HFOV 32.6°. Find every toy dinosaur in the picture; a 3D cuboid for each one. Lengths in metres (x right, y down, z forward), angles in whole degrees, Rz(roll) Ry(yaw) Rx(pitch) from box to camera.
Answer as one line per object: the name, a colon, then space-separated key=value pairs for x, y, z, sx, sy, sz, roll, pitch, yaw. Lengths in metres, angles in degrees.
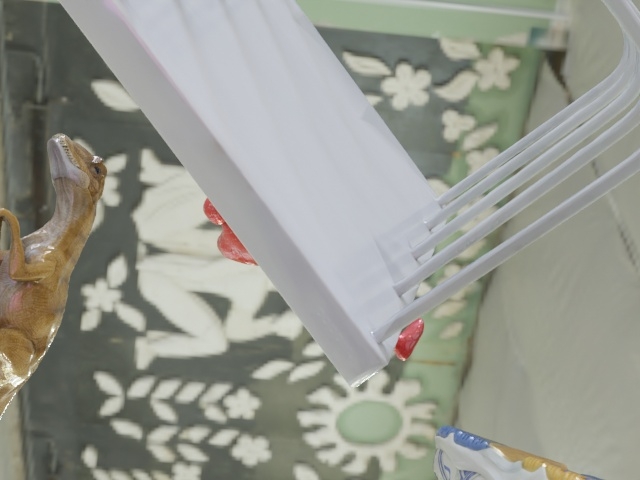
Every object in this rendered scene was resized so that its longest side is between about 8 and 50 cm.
toy dinosaur: x=-0.151 y=0.053 z=0.504 sx=0.112 sy=0.064 sz=0.211 roll=20 pitch=93 yaw=-56

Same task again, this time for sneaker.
sneaker: x=0.149 y=0.230 z=0.864 sx=0.296 sy=0.112 sz=0.131 roll=174 pitch=-67 yaw=-78

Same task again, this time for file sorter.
file sorter: x=0.046 y=-0.097 z=0.525 sx=0.193 sy=0.173 sz=0.278 roll=53 pitch=18 yaw=-4

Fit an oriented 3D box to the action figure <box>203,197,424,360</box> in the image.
action figure: x=0.000 y=0.000 z=1.089 sx=0.091 sy=0.280 sz=0.139 roll=2 pitch=-115 yaw=48
